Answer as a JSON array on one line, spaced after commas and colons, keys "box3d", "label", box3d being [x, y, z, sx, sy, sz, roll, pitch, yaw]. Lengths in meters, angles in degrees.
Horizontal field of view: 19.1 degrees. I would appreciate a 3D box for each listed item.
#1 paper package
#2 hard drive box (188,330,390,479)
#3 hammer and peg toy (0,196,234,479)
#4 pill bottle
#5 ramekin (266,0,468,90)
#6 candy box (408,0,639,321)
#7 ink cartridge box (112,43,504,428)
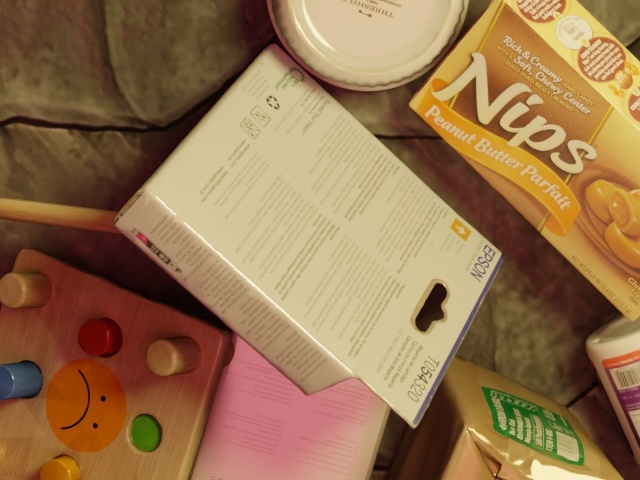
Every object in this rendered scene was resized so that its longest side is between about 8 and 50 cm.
[{"box3d": [0.148, 0.301, 1.868, 0.168, 0.325, 0.309, 19, 97, -4], "label": "paper package"}, {"box3d": [-0.023, 0.170, 1.964, 0.181, 0.089, 0.232, 17, 98, -2], "label": "hard drive box"}, {"box3d": [-0.220, 0.112, 1.903, 0.266, 0.127, 0.361, 21, 99, 23], "label": "hammer and peg toy"}, {"box3d": [0.357, 0.171, 1.956, 0.108, 0.108, 0.193, -24, 99, 3], "label": "pill bottle"}, {"box3d": [0.048, -0.249, 1.890, 0.207, 0.109, 0.207, 0, 99, 0], "label": "ramekin"}, {"box3d": [0.258, -0.093, 1.852, 0.316, 0.087, 0.183, 45, 137, 5], "label": "candy box"}, {"box3d": [0.000, 0.000, 1.829, 0.330, 0.324, 0.071, 43, 125, -6], "label": "ink cartridge box"}]
